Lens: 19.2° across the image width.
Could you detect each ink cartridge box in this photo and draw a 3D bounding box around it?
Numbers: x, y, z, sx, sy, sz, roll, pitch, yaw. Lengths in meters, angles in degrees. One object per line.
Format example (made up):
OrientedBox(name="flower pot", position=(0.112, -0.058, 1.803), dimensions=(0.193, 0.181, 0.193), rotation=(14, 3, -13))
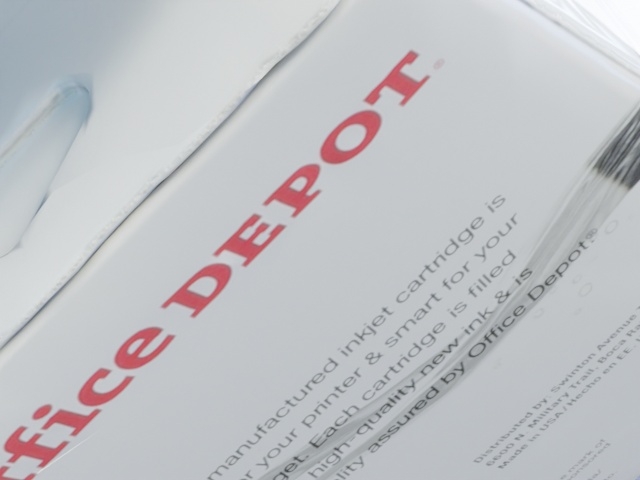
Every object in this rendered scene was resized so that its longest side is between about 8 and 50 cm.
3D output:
OrientedBox(name="ink cartridge box", position=(0.000, 0.000, 0.713), dimensions=(0.285, 0.166, 0.395), rotation=(-45, 147, 17))
